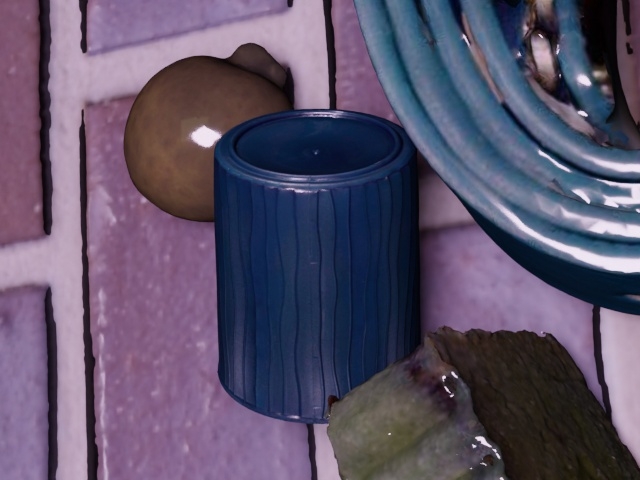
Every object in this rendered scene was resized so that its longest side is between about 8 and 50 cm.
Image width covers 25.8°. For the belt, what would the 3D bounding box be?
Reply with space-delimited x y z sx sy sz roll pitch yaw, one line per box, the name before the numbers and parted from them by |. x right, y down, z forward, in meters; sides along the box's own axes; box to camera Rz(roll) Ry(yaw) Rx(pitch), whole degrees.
belt | 0.169 -0.182 0.723 0.300 0.173 0.437 -7 79 15

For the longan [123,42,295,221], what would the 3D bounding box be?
longan | -0.062 -0.068 0.841 0.106 0.106 0.119 24 71 25

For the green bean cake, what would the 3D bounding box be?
green bean cake | 0.096 0.139 0.688 0.094 0.181 0.173 -36 68 22

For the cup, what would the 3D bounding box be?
cup | -0.009 0.003 0.768 0.150 0.113 0.138 -137 40 -54
